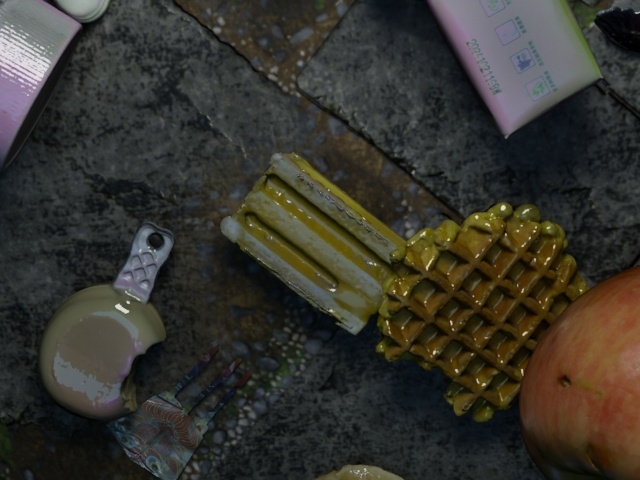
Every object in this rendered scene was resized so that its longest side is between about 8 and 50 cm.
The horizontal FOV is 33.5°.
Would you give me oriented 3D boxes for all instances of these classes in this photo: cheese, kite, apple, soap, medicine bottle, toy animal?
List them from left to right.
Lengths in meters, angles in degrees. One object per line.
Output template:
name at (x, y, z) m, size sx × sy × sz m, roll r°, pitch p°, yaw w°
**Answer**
medicine bottle at (-0.473, -0.246, 1.253) m, size 0.325 × 0.256 × 0.256 m, roll 27°, pitch 106°, yaw -12°
cheese at (-0.271, 0.106, 1.422) m, size 0.163 × 0.082 × 0.286 m, roll 30°, pitch 105°, yaw -4°
kite at (-0.195, 0.236, 1.486) m, size 0.127 × 0.016 × 0.229 m, roll 39°, pitch 106°, yaw -9°
soap at (0.000, 0.000, 1.371) m, size 0.233 × 0.076 × 0.135 m, roll 37°, pitch 104°, yaw -5°
soap at (0.214, -0.245, 1.227) m, size 0.138 × 0.182 × 0.199 m, roll -28°, pitch 102°, yaw 11°
apple at (0.445, 0.201, 1.237) m, size 0.346 × 0.391 × 0.391 m, roll -43°, pitch 100°, yaw -19°
toy animal at (0.497, -0.221, 1.243) m, size 0.160 × 0.272 × 0.197 m, roll -48°, pitch 135°, yaw -2°

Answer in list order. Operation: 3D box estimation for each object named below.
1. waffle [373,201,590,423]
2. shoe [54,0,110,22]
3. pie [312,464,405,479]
waffle at (0.206, 0.095, 1.349) m, size 0.282 × 0.058 × 0.300 m, roll -31°, pitch 116°, yaw -1°
shoe at (-0.319, -0.393, 1.273) m, size 0.095 × 0.110 × 0.264 m, roll -8°, pitch 102°, yaw 6°
pie at (0.058, 0.399, 1.491) m, size 0.218 × 0.052 × 0.185 m, roll 6°, pitch 101°, yaw 1°
